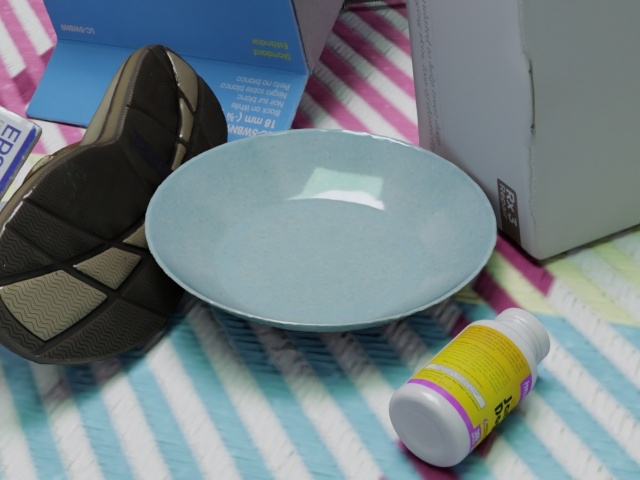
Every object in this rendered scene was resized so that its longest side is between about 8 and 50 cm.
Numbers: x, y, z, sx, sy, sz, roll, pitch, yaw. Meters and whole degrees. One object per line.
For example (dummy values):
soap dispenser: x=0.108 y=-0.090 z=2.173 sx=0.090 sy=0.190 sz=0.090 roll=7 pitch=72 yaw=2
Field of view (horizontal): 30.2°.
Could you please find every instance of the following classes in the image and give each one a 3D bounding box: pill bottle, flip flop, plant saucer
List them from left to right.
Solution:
flip flop: x=-0.130 y=-0.024 z=0.700 sx=0.080 sy=0.112 sz=0.277 roll=-24 pitch=29 yaw=26
plant saucer: x=0.000 y=0.000 z=0.666 sx=0.195 sy=0.037 sz=0.195 roll=1 pitch=34 yaw=0
pill bottle: x=0.073 y=0.066 z=0.557 sx=0.043 sy=0.043 sz=0.083 roll=21 pitch=44 yaw=37

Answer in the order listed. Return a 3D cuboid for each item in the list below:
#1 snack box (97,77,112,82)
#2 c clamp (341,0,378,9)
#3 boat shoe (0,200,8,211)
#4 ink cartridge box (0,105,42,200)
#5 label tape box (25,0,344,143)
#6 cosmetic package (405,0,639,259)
snack box: x=-0.095 y=-0.161 z=0.944 sx=0.064 sy=0.022 sz=0.178 roll=16 pitch=46 yaw=32
c clamp: x=0.060 y=-0.214 z=1.004 sx=0.161 sy=0.022 sz=0.137 roll=-7 pitch=28 yaw=5
boat shoe: x=-0.222 y=0.025 z=0.692 sx=0.049 sy=0.040 sz=0.142 roll=4 pitch=34 yaw=34
ink cartridge box: x=-0.290 y=-0.013 z=0.630 sx=0.224 sy=0.045 sz=0.223 roll=29 pitch=80 yaw=8
label tape box: x=-0.087 y=-0.242 z=0.853 sx=0.241 sy=0.106 sz=0.333 roll=12 pitch=72 yaw=30
cosmetic package: x=0.249 y=-0.162 z=0.707 sx=0.385 sy=0.217 sz=0.156 roll=-17 pitch=34 yaw=-15
